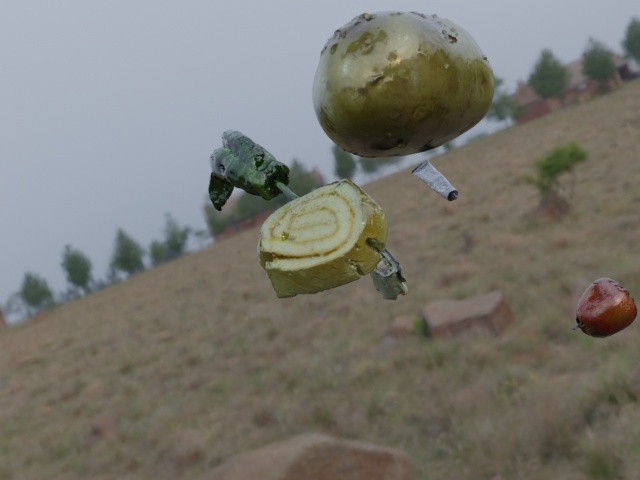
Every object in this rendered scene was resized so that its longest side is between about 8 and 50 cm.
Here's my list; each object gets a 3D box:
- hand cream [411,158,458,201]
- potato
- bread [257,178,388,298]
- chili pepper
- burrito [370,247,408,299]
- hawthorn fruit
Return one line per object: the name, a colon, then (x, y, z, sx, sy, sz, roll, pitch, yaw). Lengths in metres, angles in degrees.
hand cream: (0.169, -0.083, 1.683, 0.030, 0.019, 0.093, -42, 45, 0)
potato: (0.094, -0.192, 1.439, 0.210, 0.173, 0.307, -14, -5, 23)
bread: (0.000, 0.000, 1.305, 0.156, 0.064, 0.117, -18, 47, 26)
chili pepper: (-0.104, -0.090, 1.599, 0.065, 0.122, 0.279, -36, 21, -18)
burrito: (0.096, 0.053, 1.660, 0.044, 0.074, 0.118, -38, -30, -9)
hawthorn fruit: (0.358, 0.087, 1.460, 0.077, 0.077, 0.077, -22, 2, 1)
